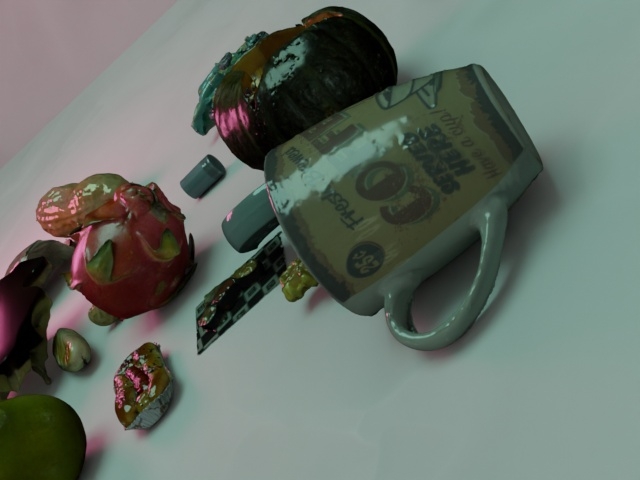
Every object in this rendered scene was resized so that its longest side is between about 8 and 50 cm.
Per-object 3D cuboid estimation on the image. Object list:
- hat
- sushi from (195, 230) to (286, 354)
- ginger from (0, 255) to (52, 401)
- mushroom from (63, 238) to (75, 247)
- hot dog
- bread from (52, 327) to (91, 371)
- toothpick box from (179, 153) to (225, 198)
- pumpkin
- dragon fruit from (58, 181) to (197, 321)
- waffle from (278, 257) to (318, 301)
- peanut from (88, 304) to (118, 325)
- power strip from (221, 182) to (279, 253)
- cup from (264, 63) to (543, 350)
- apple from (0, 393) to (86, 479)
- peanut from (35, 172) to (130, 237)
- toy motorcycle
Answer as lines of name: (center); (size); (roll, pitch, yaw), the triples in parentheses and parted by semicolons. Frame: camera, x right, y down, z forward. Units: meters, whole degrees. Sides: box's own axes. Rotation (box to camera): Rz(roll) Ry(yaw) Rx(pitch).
hat: (-0.720, 0.084, 2.082); (0.245, 0.149, 0.214); (3, 61, 46)
sushi: (-0.134, 0.070, 1.323); (0.201, 0.031, 0.139); (-42, 26, 13)
ginger: (-0.650, 0.235, 1.754); (0.358, 0.211, 0.413); (-34, 36, 0)
mushroom: (-0.651, 0.020, 2.198); (0.049, 0.019, 0.101); (-50, 26, 1)
hot dog: (-0.275, 0.221, 1.309); (0.108, 0.059, 0.191); (-45, 24, -2)
bread: (-0.472, 0.210, 1.627); (0.214, 0.053, 0.073); (5, 85, 64)
toothpick box: (-0.238, -0.129, 1.730); (0.083, 0.052, 0.052); (-41, 27, 17)
pumpkin: (-0.026, -0.241, 1.378); (0.321, 0.192, 0.320); (-31, 22, 14)
dragon fruit: (-0.325, 0.018, 1.492); (0.227, 0.224, 0.224); (-50, 26, 9)
waffle: (0.003, 0.002, 1.176); (0.149, 0.051, 0.194); (-37, 22, 37)
peanut: (-0.384, 0.077, 1.639); (0.082, 0.082, 0.187); (2, 56, 58)
power strip: (-0.044, -0.064, 1.255); (0.253, 0.054, 0.167); (-35, -4, 19)
cup: (0.112, -0.039, 0.926); (0.257, 0.227, 0.301); (-32, 59, 22)
apple: (-0.453, 0.328, 1.293); (0.196, 0.196, 0.157); (-41, 46, 14)
peanut: (-0.586, -0.089, 2.125); (0.313, 0.149, 0.149); (-17, 40, 43)
toy motorcycle: (-0.217, -0.360, 1.953); (0.198, 0.109, 0.296); (-30, 30, 38)
